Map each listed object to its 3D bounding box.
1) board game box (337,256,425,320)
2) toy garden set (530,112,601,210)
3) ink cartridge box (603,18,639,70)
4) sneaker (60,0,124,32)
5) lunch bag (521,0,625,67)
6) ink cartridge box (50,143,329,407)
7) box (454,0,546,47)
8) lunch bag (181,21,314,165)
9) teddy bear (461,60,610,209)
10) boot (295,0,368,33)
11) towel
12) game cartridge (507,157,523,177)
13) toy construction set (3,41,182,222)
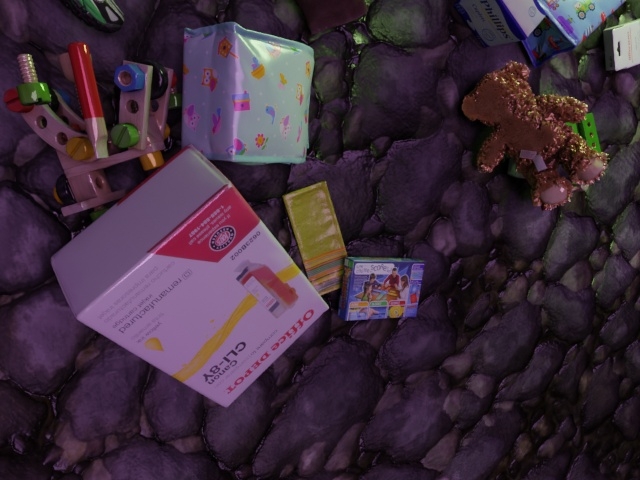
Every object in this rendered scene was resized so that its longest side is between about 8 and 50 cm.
[{"bbox_3d":[0.138,0.106,1.149,0.201,0.035,0.136,3,100,-31],"label":"board game box"},{"bbox_3d":[0.589,-0.192,1.266,0.245,0.049,0.203,-15,93,-24],"label":"toy garden set"},{"bbox_3d":[0.775,-0.493,1.289,0.180,0.060,0.104,-21,109,-18],"label":"ink cartridge box"},{"bbox_3d":[-0.381,-0.489,0.771,0.146,0.134,0.343,-27,110,-17],"label":"sneaker"},{"bbox_3d":[0.505,-0.583,1.141,0.221,0.138,0.293,-43,100,-11],"label":"lunch bag"},{"bbox_3d":[-0.190,0.080,0.872,0.279,0.160,0.384,-43,139,-8],"label":"ink cartridge box"},{"bbox_3d":[0.375,-0.486,1.082,0.126,0.137,0.072,41,85,-24],"label":"box"},{"bbox_3d":[-0.110,-0.246,0.918,0.262,0.160,0.223,-11,107,-55],"label":"lunch bag"},{"bbox_3d":[0.471,-0.230,1.145,0.338,0.113,0.245,35,124,13],"label":"teddy bear"},{"bbox_3d":[-0.041,-0.459,0.919,0.249,0.090,0.206,-20,140,1],"label":"boot"},{"bbox_3d":[0.000,0.000,1.092,0.102,0.021,0.237,-23,108,-18],"label":"towel"},{"bbox_3d":[0.496,-0.181,1.264,0.084,0.017,0.055,1,97,-23],"label":"game cartridge"},{"bbox_3d":[-0.324,-0.140,0.772,0.258,0.309,0.237,-11,100,-11],"label":"toy construction set"}]
